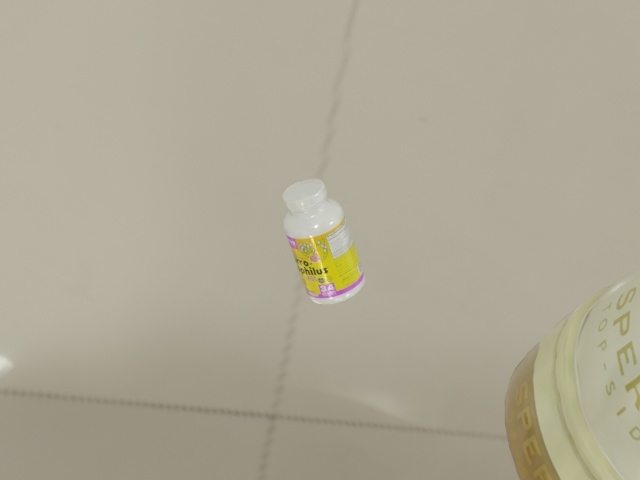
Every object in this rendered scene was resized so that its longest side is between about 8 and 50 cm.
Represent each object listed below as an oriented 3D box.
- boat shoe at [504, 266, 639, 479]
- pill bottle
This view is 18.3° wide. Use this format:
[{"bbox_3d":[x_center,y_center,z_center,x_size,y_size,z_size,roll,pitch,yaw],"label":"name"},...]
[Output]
[{"bbox_3d":[0.186,0.024,0.502,0.302,0.109,0.098,-4,148,-36],"label":"boat shoe"},{"bbox_3d":[0.000,0.000,1.387,0.043,0.043,0.083,-27,117,-15],"label":"pill bottle"}]
